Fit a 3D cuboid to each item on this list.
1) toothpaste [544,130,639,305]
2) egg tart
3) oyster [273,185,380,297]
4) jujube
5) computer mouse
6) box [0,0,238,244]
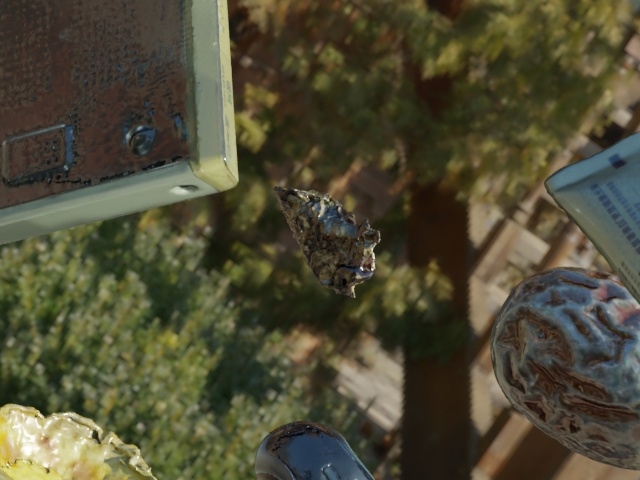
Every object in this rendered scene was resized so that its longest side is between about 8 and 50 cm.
[{"bbox_3d":[0.158,0.041,0.497,0.038,0.060,0.233,51,10,-49],"label":"toothpaste"},{"bbox_3d":[-0.213,0.216,1.105,0.213,0.090,0.212,24,11,-5],"label":"egg tart"},{"bbox_3d":[-0.001,0.000,1.235,0.132,0.086,0.029,19,7,38],"label":"oyster"},{"bbox_3d":[0.387,0.172,1.836,0.308,0.246,0.215,20,-5,30],"label":"jujube"},{"bbox_3d":[0.009,0.337,1.810,0.233,0.137,0.096,54,-23,20],"label":"computer mouse"},{"bbox_3d":[-0.151,-0.142,0.845,0.211,0.270,0.045,-11,-20,22],"label":"box"}]
